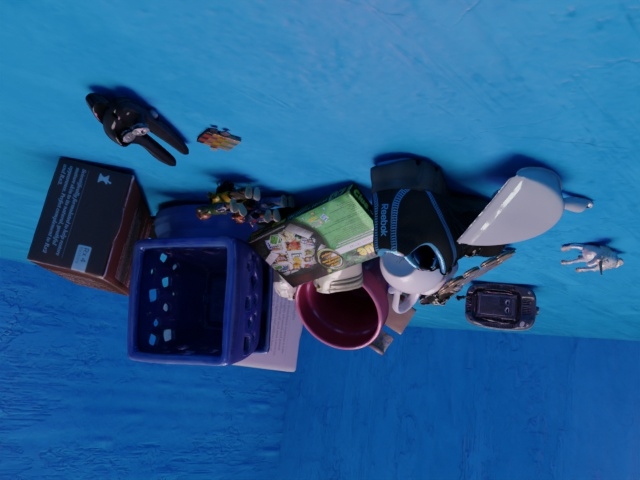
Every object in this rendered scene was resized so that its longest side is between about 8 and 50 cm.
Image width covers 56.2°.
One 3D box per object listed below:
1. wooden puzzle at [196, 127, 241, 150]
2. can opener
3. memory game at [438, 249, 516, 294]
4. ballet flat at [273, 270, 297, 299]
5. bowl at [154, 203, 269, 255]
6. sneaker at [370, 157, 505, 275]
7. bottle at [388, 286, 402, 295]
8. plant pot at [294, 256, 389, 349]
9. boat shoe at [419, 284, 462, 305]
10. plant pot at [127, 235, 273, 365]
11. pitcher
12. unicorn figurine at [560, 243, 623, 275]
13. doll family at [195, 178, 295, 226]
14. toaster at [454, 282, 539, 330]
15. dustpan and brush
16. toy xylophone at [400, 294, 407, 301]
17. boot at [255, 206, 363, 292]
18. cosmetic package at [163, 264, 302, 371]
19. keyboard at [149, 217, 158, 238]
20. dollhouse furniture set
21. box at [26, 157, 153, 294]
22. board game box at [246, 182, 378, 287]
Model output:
[{"bbox_3d":[-0.141,-0.139,0.831,0.049,0.006,0.083,14,167,-27],"label":"wooden puzzle"},{"bbox_3d":[-0.225,-0.143,0.787,0.059,0.073,0.186,-35,160,10],"label":"can opener"},{"bbox_3d":[0.331,0.068,1.275,0.186,0.012,0.186,-26,165,-8],"label":"memory game"},{"bbox_3d":[-0.070,0.102,1.395,0.074,0.074,0.203,5,167,13],"label":"ballet flat"},{"bbox_3d":[-0.179,0.009,1.354,0.392,0.077,0.391,5,167,1],"label":"bowl"},{"bbox_3d":[0.181,-0.009,0.922,0.125,0.139,0.341,-4,164,43],"label":"sneaker"},{"bbox_3d":[0.097,0.135,1.672,0.283,0.092,0.118,-8,158,-2],"label":"bottle"},{"bbox_3d":[0.068,0.112,1.339,0.202,0.201,0.180,3,-154,23],"label":"plant pot"},{"bbox_3d":[0.359,0.161,1.794,0.078,0.070,0.219,10,168,-13],"label":"boat shoe"},{"bbox_3d":[-0.219,0.120,1.185,0.236,0.235,0.212,-1,173,24],"label":"plant pot"},{"bbox_3d":[0.188,0.073,1.240,0.125,0.177,0.207,38,-173,29],"label":"pitcher"},{"bbox_3d":[0.518,0.033,1.137,0.162,0.060,0.111,-4,177,-37],"label":"unicorn figurine"},{"bbox_3d":[-0.135,-0.061,1.048,0.111,0.075,0.193,-8,164,38],"label":"doll family"},{"bbox_3d":[0.505,0.193,1.715,0.227,0.129,0.146,2,169,18],"label":"toaster"},{"bbox_3d":[0.307,-0.046,0.838,0.211,0.060,0.147,8,140,-19],"label":"dustpan and brush"},{"bbox_3d":[0.139,0.154,1.872,0.323,0.081,0.236,12,168,-19],"label":"toy xylophone"},{"bbox_3d":[-0.017,0.022,1.157,0.213,0.077,0.165,4,126,4],"label":"boot"},{"bbox_3d":[-0.309,0.268,2.099,0.394,0.329,0.327,17,164,-35],"label":"cosmetic package"},{"bbox_3d":[-0.389,-0.007,1.571,0.202,0.033,0.317,-6,163,25],"label":"keyboard"},{"bbox_3d":[0.120,0.136,1.506,0.242,0.212,0.161,33,175,12],"label":"dollhouse furniture set"},{"bbox_3d":[-0.437,-0.006,1.190,0.143,0.191,0.381,15,167,-10],"label":"box"},{"bbox_3d":[0.000,0.000,1.050,0.260,0.030,0.136,-23,116,40],"label":"board game box"}]
